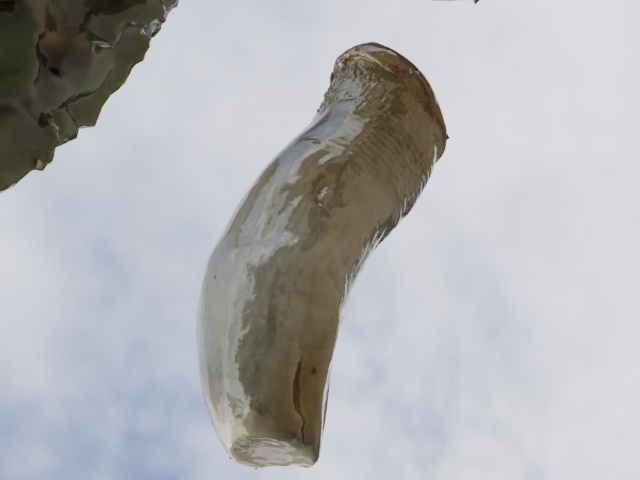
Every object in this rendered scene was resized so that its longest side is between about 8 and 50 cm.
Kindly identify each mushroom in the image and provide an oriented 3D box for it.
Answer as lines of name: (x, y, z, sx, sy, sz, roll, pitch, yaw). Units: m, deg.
mushroom: (0.000, 0.000, 1.223, 0.123, 0.095, 0.351, 39, -133, -17)

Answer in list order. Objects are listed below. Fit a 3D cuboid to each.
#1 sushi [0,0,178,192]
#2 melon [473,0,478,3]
sushi: (-0.245, -0.197, 0.820, 0.396, 0.240, 0.351, 54, -124, -30)
melon: (0.069, -0.330, 1.582, 0.331, 0.343, 0.226, 13, -84, -42)
